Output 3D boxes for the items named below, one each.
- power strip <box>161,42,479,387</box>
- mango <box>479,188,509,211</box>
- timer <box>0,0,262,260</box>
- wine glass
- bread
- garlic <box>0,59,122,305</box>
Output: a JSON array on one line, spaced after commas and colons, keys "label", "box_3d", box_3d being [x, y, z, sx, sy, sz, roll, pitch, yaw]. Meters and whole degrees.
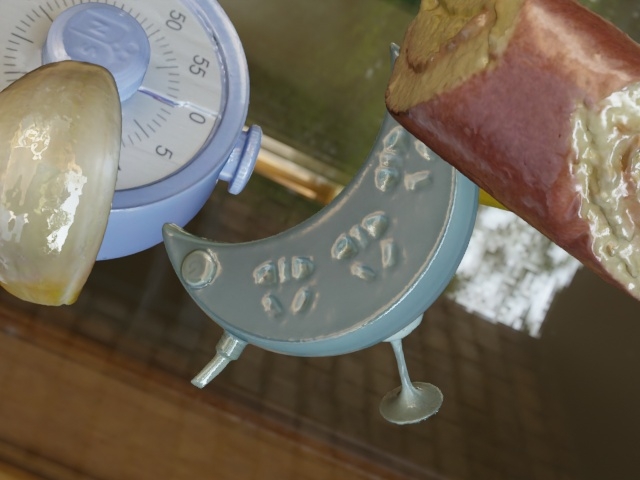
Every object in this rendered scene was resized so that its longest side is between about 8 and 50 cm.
[{"label": "power strip", "box_3d": [0.000, 0.000, 0.807, 0.216, 0.137, 0.044, -39, 158, 11]}, {"label": "mango", "box_3d": [0.215, -0.123, 1.709, 0.139, 0.254, 0.176, 90, 18, -76]}, {"label": "timer", "box_3d": [-0.241, -0.161, 1.549, 0.173, 0.395, 0.395, 124, -14, -54]}, {"label": "wine glass", "box_3d": [0.083, 0.105, 1.599, 0.079, 0.079, 0.196, -85, 162, -61]}, {"label": "bread", "box_3d": [0.084, -0.037, 0.491, 0.067, 0.192, 0.119, -52, 157, 6]}, {"label": "garlic", "box_3d": [-0.246, -0.067, 1.322, 0.164, 0.145, 0.245, 69, 30, -69]}]
